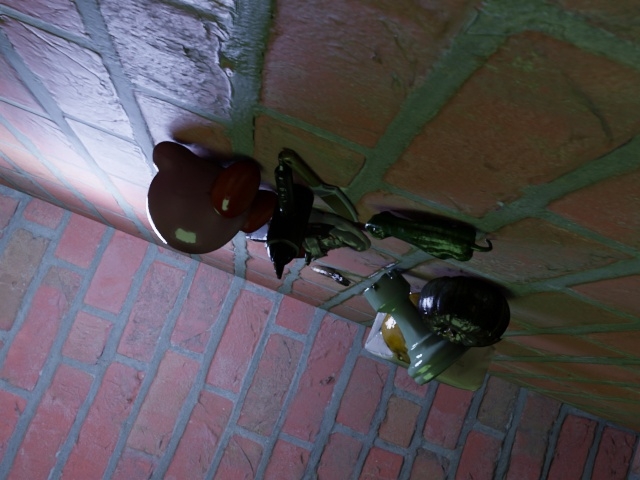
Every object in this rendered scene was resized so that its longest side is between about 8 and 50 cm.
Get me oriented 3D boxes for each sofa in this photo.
[{"bbox_3d":[-0.159,-0.026,2.043,0.039,0.060,0.118,20,171,-34],"label":"sofa"}]

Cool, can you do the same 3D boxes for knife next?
[{"bbox_3d":[0.009,-0.097,1.450,0.061,0.027,0.343,11,166,25],"label":"knife"}]

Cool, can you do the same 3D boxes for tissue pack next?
[{"bbox_3d":[0.396,0.392,2.672,0.380,0.207,0.297,25,171,-17],"label":"tissue pack"}]

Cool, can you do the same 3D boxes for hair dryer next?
[{"bbox_3d":[-0.075,-0.067,1.431,0.077,0.196,0.248,6,146,10],"label":"hair dryer"}]

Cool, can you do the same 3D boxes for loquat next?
[{"bbox_3d":[0.295,0.259,2.201,0.243,0.244,0.244,20,170,4],"label":"loquat"}]

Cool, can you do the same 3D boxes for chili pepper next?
[{"bbox_3d":[0.201,-0.011,1.410,0.256,0.074,0.100,19,173,34],"label":"chili pepper"}]

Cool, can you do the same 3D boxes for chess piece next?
[{"bbox_3d":[0.253,0.226,1.995,0.299,0.194,0.194,51,174,10],"label":"chess piece"}]

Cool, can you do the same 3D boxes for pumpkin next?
[{"bbox_3d":[0.357,0.181,1.819,0.237,0.159,0.238,25,170,5],"label":"pumpkin"}]

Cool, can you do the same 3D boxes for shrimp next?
[{"bbox_3d":[0.058,0.127,2.452,0.147,0.035,0.195,31,173,-34],"label":"shrimp"}]

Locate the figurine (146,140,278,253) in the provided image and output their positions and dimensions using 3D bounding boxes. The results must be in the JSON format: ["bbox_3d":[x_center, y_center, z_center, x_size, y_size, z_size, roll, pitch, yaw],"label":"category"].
[{"bbox_3d":[-0.256,-0.071,1.584,0.261,0.211,0.270,18,169,13],"label":"figurine"}]

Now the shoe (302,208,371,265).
[{"bbox_3d":[0.000,0.000,1.696,0.227,0.126,0.099,19,167,17],"label":"shoe"}]

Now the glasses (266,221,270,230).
[{"bbox_3d":[-0.253,-0.093,1.895,0.234,0.118,0.268,13,-178,28],"label":"glasses"}]

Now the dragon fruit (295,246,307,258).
[{"bbox_3d":[-0.065,0.009,2.018,0.106,0.083,0.162,3,166,-25],"label":"dragon fruit"}]
